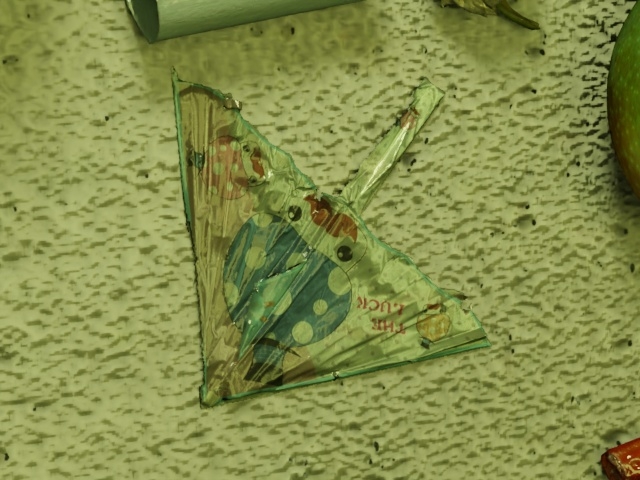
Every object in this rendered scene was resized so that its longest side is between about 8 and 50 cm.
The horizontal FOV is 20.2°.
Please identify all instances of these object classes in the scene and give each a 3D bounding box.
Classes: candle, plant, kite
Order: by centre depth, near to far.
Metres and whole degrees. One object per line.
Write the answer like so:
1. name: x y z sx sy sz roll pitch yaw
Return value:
1. kite: 0.000 0.000 1.612 0.406 0.014 0.368 40 78 -20
2. plant: 0.159 -0.238 1.649 0.116 0.104 0.122 -12 131 11
3. candle: 0.347 0.202 1.751 0.162 0.053 0.048 -18 105 -24

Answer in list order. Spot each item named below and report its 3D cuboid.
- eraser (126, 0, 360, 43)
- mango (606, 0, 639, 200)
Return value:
1. eraser: -0.061 -0.274 1.538 0.227 0.081 0.174 -14 97 -21
2. mango: 0.394 -0.188 1.672 0.225 0.201 0.382 24 80 -12
